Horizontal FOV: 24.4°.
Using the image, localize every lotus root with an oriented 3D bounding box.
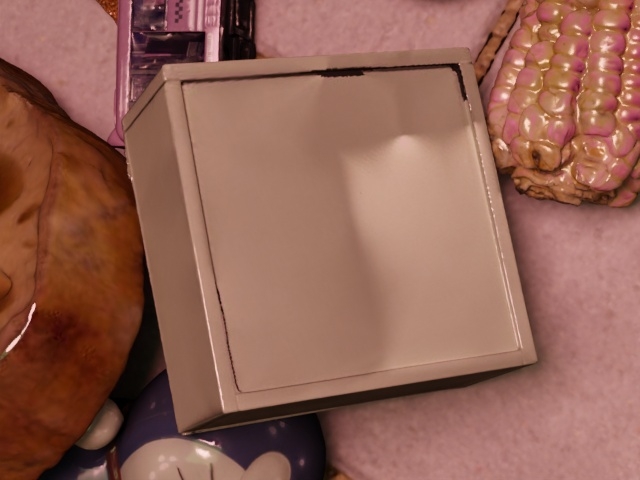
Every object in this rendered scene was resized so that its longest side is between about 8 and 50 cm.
[{"bbox_3d":[-0.289,0.028,1.094,0.390,0.111,0.375,-11,63,38],"label":"lotus root"}]

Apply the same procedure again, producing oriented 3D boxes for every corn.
[{"bbox_3d":[0.205,-0.187,1.028,0.127,0.126,0.335,16,90,14],"label":"corn"}]

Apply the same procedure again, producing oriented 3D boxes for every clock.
[{"bbox_3d":[-0.117,0.164,1.089,0.243,0.199,0.146,-12,51,17],"label":"clock"}]

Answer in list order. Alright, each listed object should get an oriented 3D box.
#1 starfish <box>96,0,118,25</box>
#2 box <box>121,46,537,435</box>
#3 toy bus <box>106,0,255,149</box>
[{"bbox_3d":[-0.181,-0.222,1.166,0.133,0.041,0.130,-26,85,13],"label":"starfish"},{"bbox_3d":[0.000,0.000,1.004,0.225,0.117,0.225,-6,78,-24],"label":"box"},{"bbox_3d":[-0.100,-0.154,1.116,0.108,0.096,0.198,3,90,13],"label":"toy bus"}]
